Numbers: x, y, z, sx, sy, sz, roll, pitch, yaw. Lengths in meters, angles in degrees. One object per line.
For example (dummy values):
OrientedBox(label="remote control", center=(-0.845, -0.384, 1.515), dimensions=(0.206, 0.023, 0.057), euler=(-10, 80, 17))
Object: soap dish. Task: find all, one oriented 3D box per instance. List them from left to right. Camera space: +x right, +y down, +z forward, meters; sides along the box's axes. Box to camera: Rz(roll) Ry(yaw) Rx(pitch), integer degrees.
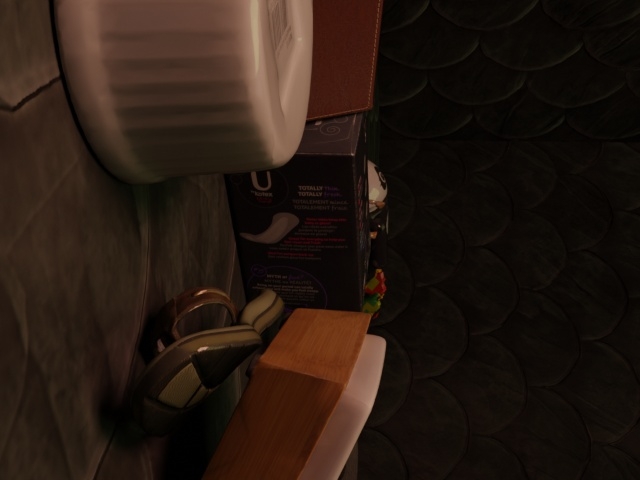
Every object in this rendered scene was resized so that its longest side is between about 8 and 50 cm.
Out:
OrientedBox(label="soap dish", center=(-0.045, 0.216, 0.761), dimensions=(0.290, 0.118, 0.229), euler=(-64, 177, 13))

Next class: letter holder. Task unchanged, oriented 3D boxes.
OrientedBox(label="letter holder", center=(-0.054, -0.292, 0.838), dimensions=(0.301, 0.215, 0.152), euler=(93, -26, -42))

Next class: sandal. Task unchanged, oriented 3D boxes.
OrientedBox(label="sandal", center=(-0.112, 0.092, 0.692), dimensions=(0.120, 0.086, 0.303), euler=(-45, 179, 7))

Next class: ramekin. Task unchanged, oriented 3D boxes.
OrientedBox(label="ramekin", center=(-0.089, -0.182, 0.603), dimensions=(0.277, 0.135, 0.277), euler=(1, 90, -82))

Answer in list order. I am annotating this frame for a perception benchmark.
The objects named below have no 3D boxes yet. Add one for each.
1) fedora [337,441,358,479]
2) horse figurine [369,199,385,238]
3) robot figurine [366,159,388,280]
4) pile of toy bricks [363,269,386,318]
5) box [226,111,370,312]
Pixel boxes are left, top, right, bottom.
OrientedBox(label="fedora", center=(-0.026, 0.280, 1.175), dimensions=(0.243, 0.125, 0.275), euler=(-81, 160, -55))
OrientedBox(label="horse figurine", center=(0.000, 0.000, 1.287), dimensions=(0.066, 0.175, 0.263), euler=(85, 23, -60))
OrientedBox(label="robot figurine", center=(0.053, -0.037, 1.492), dimensions=(0.173, 0.209, 0.278), euler=(-58, 152, -49))
OrientedBox(label="pile of toy bricks", center=(0.097, 0.138, 1.738), dimensions=(0.212, 0.105, 0.118), euler=(-53, 170, 29))
OrientedBox(label="box", center=(-0.021, -0.044, 1.004), dimensions=(0.143, 0.165, 0.270), euler=(-78, 167, -49))
